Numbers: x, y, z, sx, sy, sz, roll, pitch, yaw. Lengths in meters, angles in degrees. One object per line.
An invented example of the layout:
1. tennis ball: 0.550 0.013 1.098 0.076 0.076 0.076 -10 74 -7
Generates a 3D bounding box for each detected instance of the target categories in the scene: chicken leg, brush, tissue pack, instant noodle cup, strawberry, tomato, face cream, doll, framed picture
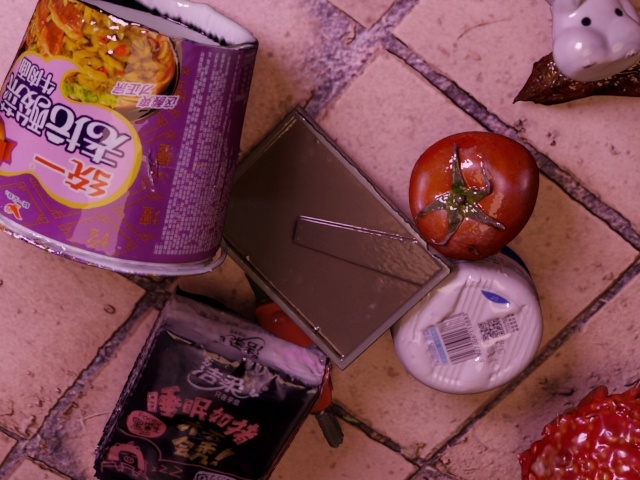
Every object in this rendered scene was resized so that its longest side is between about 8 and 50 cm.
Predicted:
1. chicken leg: 0.357 -0.213 1.677 0.234 0.063 0.105 -1 115 1
2. brush: -0.026 0.164 1.878 0.070 0.051 0.323 -19 118 8
3. tissue pack: -0.150 0.233 1.854 0.245 0.123 0.332 22 128 -9
4. instant noodle cup: -0.231 -0.147 1.558 0.340 0.340 0.265 16 109 -11
5. strawberry: 0.426 0.379 1.856 0.292 0.343 0.292 -9 135 -10
6. tomato: 0.196 -0.063 1.704 0.167 0.167 0.167 -1 119 -2
7. face cream: 0.195 0.104 1.822 0.206 0.111 0.205 -1 118 -2
8. doll: 0.312 -0.277 1.586 0.110 0.107 0.180 -12 89 -5
9. framed picture: 0.000 0.000 1.749 0.289 0.020 0.211 46 110 -1
